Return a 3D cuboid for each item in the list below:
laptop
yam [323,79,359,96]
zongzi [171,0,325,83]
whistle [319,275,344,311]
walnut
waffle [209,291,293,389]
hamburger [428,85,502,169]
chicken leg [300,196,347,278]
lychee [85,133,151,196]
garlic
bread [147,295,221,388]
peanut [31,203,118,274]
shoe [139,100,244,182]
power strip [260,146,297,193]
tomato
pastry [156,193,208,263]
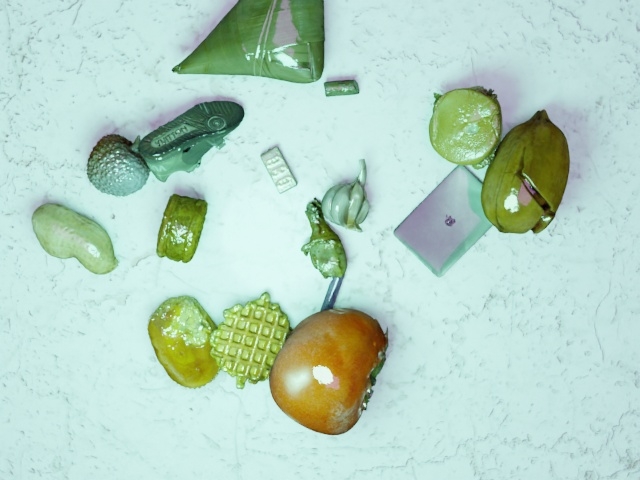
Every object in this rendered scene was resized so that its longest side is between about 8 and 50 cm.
[{"bbox_3d":[0.352,-0.053,1.767,0.188,0.015,0.269,43,98,-6],"label":"laptop"},{"bbox_3d":[0.056,-0.400,1.696,0.094,0.043,0.043,-5,100,2],"label":"yam"},{"bbox_3d":[-0.166,-0.617,1.599,0.418,0.181,0.447,1,98,1],"label":"zongzi"},{"bbox_3d":[0.033,0.148,1.796,0.033,0.033,0.176,20,99,-3],"label":"whistle"},{"bbox_3d":[0.531,-0.177,1.656,0.209,0.209,0.336,14,88,-2],"label":"walnut"},{"bbox_3d":[-0.183,0.275,1.762,0.238,0.059,0.243,-33,106,-23],"label":"waffle"},{"bbox_3d":[0.377,-0.287,1.661,0.189,0.122,0.215,-3,93,26],"label":"hamburger"},{"bbox_3d":[0.000,0.000,1.747,0.103,0.088,0.227,-26,87,32],"label":"chicken leg"},{"bbox_3d":[-0.516,-0.198,1.675,0.197,0.165,0.165,-38,97,15],"label":"lychee"},{"bbox_3d":[0.075,-0.122,1.697,0.127,0.131,0.194,16,109,-5],"label":"garlic"},{"bbox_3d":[-0.366,0.279,1.776,0.179,0.133,0.250,-20,98,8],"label":"bread"},{"bbox_3d":[-0.656,-0.002,1.737,0.253,0.122,0.137,29,108,-9],"label":"peanut"},{"bbox_3d":[-0.331,-0.255,1.701,0.293,0.149,0.109,-29,64,-21],"label":"shoe"},{"bbox_3d":[-0.113,-0.190,1.739,0.056,0.032,0.123,-27,98,4],"label":"power strip"},{"bbox_3d":[0.017,0.327,1.684,0.273,0.341,0.341,19,100,11],"label":"tomato"},{"bbox_3d":[-0.362,-0.031,1.695,0.103,0.189,0.188,15,100,-7],"label":"pastry"}]
